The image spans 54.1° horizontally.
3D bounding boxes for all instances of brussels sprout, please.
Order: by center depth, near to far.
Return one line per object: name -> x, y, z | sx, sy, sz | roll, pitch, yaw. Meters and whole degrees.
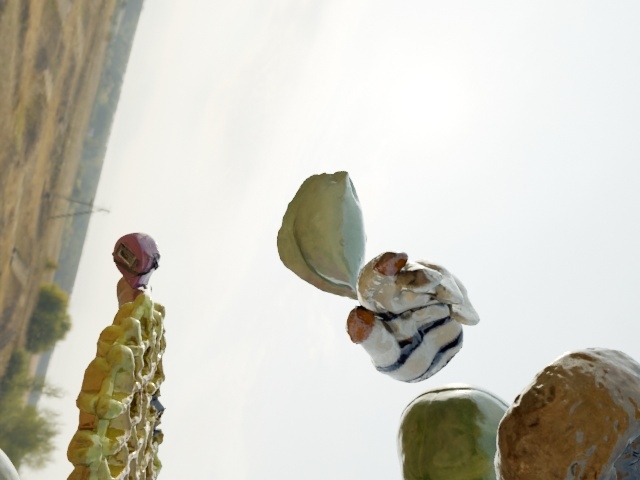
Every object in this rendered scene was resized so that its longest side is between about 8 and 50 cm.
brussels sprout -> 0.318, 0.457, 1.373 | 0.289, 0.354, 0.282 | -26, -124, 28

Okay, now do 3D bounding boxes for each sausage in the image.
sausage -> -0.439, 0.168, 1.495 | 0.094, 0.094, 0.419 | -56, -158, 0

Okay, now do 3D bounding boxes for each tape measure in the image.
tape measure -> -0.448, 0.043, 1.533 | 0.125, 0.074, 0.118 | 42, -64, 16

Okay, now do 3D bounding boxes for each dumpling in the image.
dumpling -> 0.012, -0.002, 1.015 | 0.149, 0.104, 0.217 | -23, -103, 51

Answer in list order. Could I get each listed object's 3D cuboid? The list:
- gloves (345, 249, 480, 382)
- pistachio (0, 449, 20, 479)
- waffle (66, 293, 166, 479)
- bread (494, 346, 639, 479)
gloves -> 0.102, 0.074, 0.720 | 0.131, 0.140, 0.219 | -97, 166, -49
pistachio -> -0.526, 0.339, 0.895 | 0.135, 0.226, 0.136 | -34, -155, 18
waffle -> -0.230, 0.222, 0.733 | 0.283, 0.065, 0.310 | 96, 0, -53
bread -> 0.311, 0.234, 0.704 | 0.123, 0.229, 0.230 | 29, -75, 62
